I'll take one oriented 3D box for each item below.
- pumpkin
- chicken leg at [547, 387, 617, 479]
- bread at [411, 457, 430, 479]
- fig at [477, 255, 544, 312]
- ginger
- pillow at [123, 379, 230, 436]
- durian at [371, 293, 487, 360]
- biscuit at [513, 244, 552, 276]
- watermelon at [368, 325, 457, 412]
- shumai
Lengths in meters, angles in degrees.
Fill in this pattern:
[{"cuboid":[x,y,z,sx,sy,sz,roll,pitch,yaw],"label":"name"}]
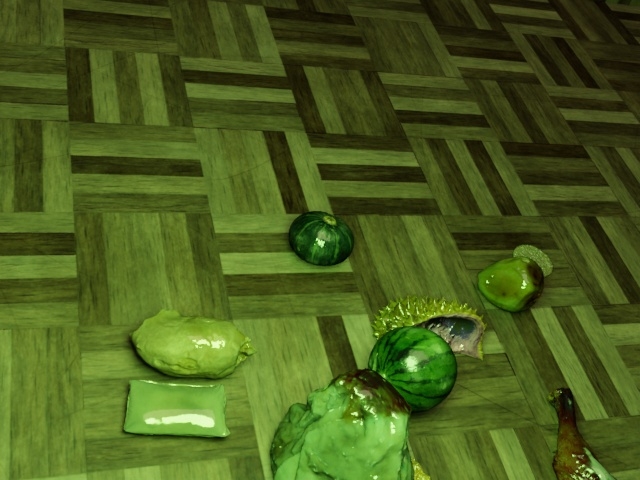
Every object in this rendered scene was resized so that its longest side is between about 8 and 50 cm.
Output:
[{"cuboid":[0.000,-0.003,1.912,0.167,0.125,0.167,30,25,-16],"label":"pumpkin"},{"cuboid":[0.589,0.495,1.687,0.158,0.095,0.406,0,46,-26],"label":"chicken leg"},{"cuboid":[0.177,0.485,1.575,0.083,0.044,0.111,-27,59,-38],"label":"bread"},{"cuboid":[0.487,0.112,1.976,0.166,0.144,0.154,0,10,7],"label":"fig"},{"cuboid":[-0.269,0.217,1.601,0.267,0.138,0.152,17,40,2],"label":"ginger"},{"cuboid":[-0.283,0.336,1.540,0.208,0.053,0.119,4,45,-12],"label":"pillow"},{"cuboid":[0.253,0.189,1.843,0.261,0.153,0.186,-2,24,-32],"label":"durian"},{"cuboid":[0.592,0.057,2.151,0.120,0.015,0.120,10,47,-11],"label":"biscuit"},{"cuboid":[0.191,0.281,1.670,0.215,0.188,0.188,-13,54,-42],"label":"watermelon"},{"cuboid":[0.045,0.379,1.452,0.309,0.263,0.304,34,51,24],"label":"shumai"}]
